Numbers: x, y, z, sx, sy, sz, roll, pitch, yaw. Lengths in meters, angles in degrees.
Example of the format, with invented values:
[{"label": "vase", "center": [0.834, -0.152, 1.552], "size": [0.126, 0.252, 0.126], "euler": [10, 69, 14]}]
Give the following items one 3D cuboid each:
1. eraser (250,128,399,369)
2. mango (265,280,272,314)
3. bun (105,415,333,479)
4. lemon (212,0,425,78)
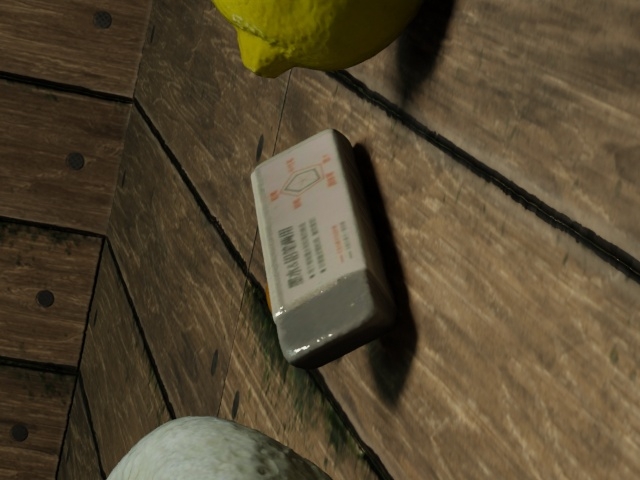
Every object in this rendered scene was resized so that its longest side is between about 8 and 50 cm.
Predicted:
[{"label": "eraser", "center": [0.000, 0.000, 1.597], "size": [0.061, 0.089, 0.352], "euler": [58, -170, -30]}, {"label": "mango", "center": [-0.008, 0.042, 1.685], "size": [0.080, 0.060, 0.114], "euler": [-43, 34, 43]}, {"label": "bun", "center": [-0.075, 0.306, 1.407], "size": [0.362, 0.211, 0.362], "euler": [-162, 90, -74]}, {"label": "lemon", "center": [0.009, -0.241, 1.556], "size": [0.248, 0.184, 0.184], "euler": [-61, 12, -6]}]
